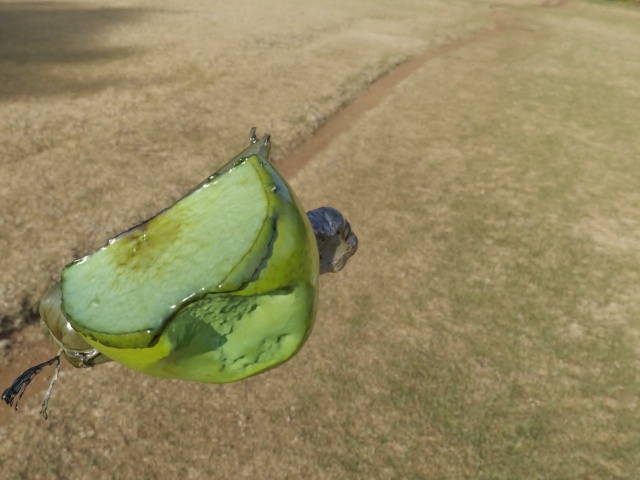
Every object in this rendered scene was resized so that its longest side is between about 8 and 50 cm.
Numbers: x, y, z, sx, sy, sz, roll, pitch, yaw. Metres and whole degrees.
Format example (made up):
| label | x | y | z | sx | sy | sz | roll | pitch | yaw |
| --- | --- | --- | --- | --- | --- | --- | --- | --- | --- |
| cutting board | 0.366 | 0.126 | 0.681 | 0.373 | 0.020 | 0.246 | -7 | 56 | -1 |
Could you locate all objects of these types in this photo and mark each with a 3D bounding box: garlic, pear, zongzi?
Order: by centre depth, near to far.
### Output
| label | x | y | z | sx | sy | sz | roll | pitch | yaw |
| --- | --- | --- | --- | --- | --- | --- | --- | --- | --- |
| pear | -0.114 | 0.074 | 0.821 | 0.292 | 0.292 | 0.159 | -5 | 50 | -30 |
| zongzi | -0.284 | 0.033 | 1.119 | 0.447 | 0.418 | 0.181 | -16 | 48 | -43 |
| garlic | 0.000 | 0.000 | 1.488 | 0.159 | 0.147 | 0.102 | 12 | 12 | -38 |
